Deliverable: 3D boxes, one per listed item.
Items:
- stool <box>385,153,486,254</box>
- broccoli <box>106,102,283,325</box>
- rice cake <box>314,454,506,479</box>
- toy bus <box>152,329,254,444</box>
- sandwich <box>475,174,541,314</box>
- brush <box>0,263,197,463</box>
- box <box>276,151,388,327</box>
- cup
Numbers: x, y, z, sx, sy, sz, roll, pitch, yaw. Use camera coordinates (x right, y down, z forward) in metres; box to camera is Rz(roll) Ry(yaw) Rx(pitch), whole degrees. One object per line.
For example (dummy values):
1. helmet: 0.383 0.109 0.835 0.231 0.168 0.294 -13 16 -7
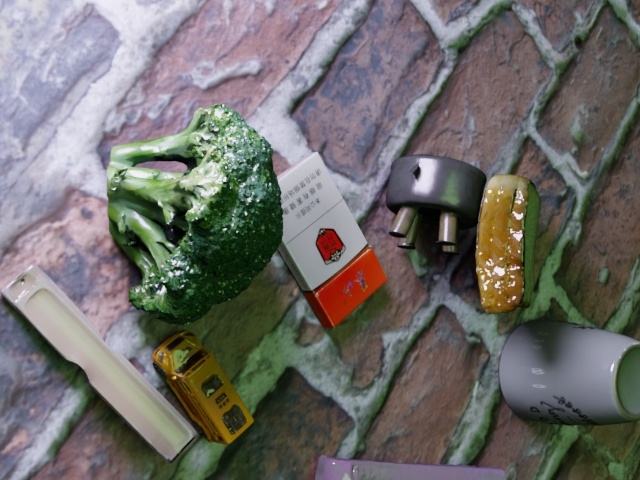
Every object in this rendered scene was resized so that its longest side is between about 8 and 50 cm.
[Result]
1. stool: 0.201 -0.051 1.500 0.228 0.153 0.139 18 78 -32
2. broccoli: -0.170 -0.037 1.213 0.245 0.265 0.294 10 89 4
3. rice cake: 0.161 0.396 1.505 0.399 0.064 0.070 12 75 -33
4. toy bus: -0.163 0.205 1.288 0.069 0.074 0.162 -39 110 -28
5. sandwich: 0.315 0.007 1.544 0.251 0.087 0.226 7 89 -74
6. brush: -0.293 0.167 1.224 0.060 0.050 0.321 -46 105 -24
7. box: 0.000 0.000 1.434 0.139 0.035 0.245 -38 108 -30
8. cup: 0.488 0.255 1.636 0.258 0.234 0.186 34 70 -30
